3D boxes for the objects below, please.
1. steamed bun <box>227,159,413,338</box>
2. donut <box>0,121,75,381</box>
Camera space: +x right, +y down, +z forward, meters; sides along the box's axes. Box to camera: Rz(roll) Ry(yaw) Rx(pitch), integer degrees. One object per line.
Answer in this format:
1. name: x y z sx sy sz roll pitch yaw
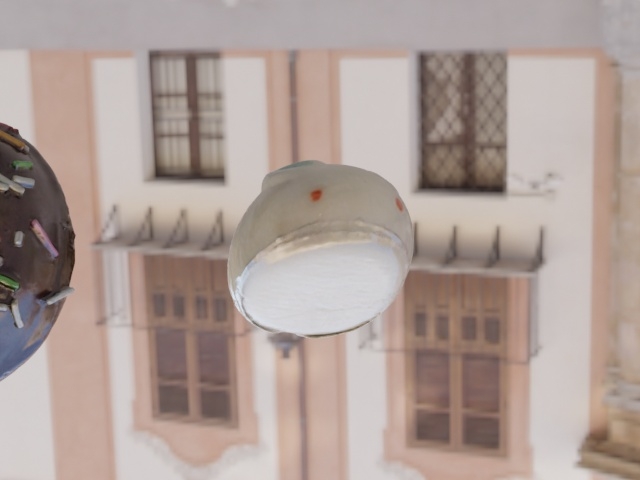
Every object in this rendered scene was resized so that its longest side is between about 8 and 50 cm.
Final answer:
1. steamed bun: 0.000 0.000 1.301 0.177 0.131 0.228 8 146 -16
2. donut: -0.335 0.012 1.095 0.269 0.270 0.103 2 164 17
